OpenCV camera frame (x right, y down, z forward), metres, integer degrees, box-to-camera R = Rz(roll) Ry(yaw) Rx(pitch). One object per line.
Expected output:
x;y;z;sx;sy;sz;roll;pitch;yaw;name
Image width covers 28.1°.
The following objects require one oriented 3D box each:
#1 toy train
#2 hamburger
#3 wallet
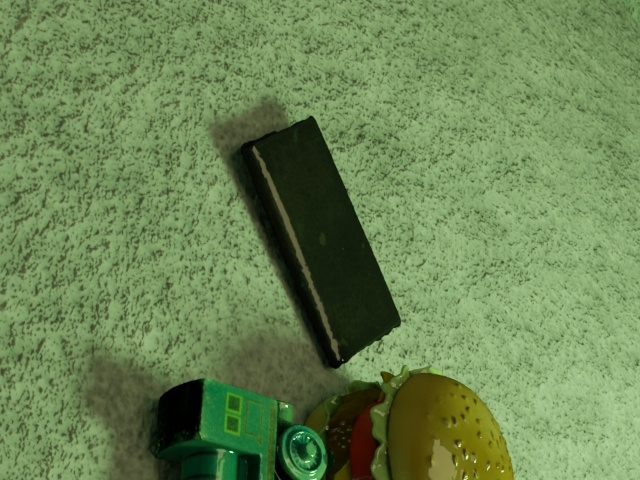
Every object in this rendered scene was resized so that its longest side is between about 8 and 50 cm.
-0.093;0.306;1.388;0.194;0.120;0.298;23;55;-36;toy train
0.123;0.290;1.581;0.274;0.212;0.274;26;54;-43;hamburger
0.000;0.000;1.714;0.170;0.044;0.321;-31;101;-53;wallet
